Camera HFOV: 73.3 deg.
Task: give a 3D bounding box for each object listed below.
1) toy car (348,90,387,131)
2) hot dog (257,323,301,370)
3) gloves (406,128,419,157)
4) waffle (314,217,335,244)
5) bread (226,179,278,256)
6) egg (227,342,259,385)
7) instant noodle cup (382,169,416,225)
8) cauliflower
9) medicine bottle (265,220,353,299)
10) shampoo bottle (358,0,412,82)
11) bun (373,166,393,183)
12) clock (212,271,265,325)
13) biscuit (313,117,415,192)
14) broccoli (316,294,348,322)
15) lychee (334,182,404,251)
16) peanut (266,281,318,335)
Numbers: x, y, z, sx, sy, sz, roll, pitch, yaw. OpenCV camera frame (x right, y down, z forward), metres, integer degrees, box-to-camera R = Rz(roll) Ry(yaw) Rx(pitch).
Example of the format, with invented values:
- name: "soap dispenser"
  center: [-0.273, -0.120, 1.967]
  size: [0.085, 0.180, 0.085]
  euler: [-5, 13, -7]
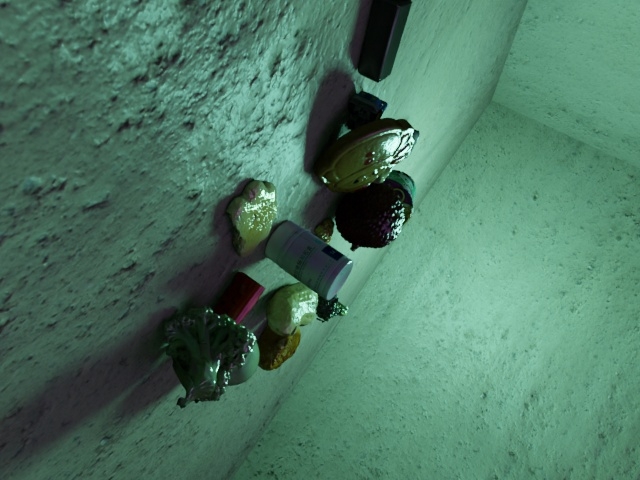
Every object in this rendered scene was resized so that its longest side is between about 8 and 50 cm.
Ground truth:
- name: "toy car"
  center: [0.152, -0.400, 1.359]
  size: [0.100, 0.097, 0.191]
  euler: [-56, 164, -16]
- name: "hot dog"
  center: [-0.178, 0.433, 1.862]
  size: [0.257, 0.150, 0.153]
  euler: [-60, 152, 10]
- name: "gloves"
  center: [0.346, -0.424, 1.863]
  size: [0.285, 0.119, 0.142]
  euler: [-41, 125, -34]
- name: "waffle"
  center: [0.003, 0.002, 1.737]
  size: [0.149, 0.051, 0.194]
  euler: [-42, 158, -44]
- name: "bread"
  center: [-0.173, -0.064, 1.164]
  size: [0.182, 0.039, 0.251]
  euler: [-47, 160, -28]
- name: "egg"
  center: [-0.289, 0.376, 1.388]
  size: [0.183, 0.183, 0.217]
  euler: [-47, 168, -29]
- name: "instant noodle cup"
  center: [0.321, -0.200, 1.958]
  size: [0.190, 0.251, 0.251]
  euler: [-48, 163, -52]
- name: "cauliflower"
  center: [-0.299, 0.320, 1.107]
  size: [0.315, 0.239, 0.256]
  euler: [-106, -148, -66]
- name: "medicine bottle"
  center: [-0.038, 0.060, 1.383]
  size: [0.152, 0.254, 0.152]
  euler: [-50, 162, -23]
- name: "shampoo bottle"
  center: [0.173, -0.562, 1.160]
  size: [0.079, 0.080, 0.246]
  euler: [-44, 158, -39]
- name: "bun"
  center: [0.215, -0.310, 1.656]
  size: [0.166, 0.113, 0.173]
  euler: [-151, -106, -78]
- name: "clock"
  center: [-0.251, 0.173, 1.270]
  size: [0.155, 0.113, 0.061]
  euler: [-55, 133, -9]
- name: "biscuit"
  center: [0.148, -0.263, 1.420]
  size: [0.359, 0.074, 0.381]
  euler: [-24, 160, -5]
- name: "broccoli"
  center: [0.071, 0.287, 2.170]
  size: [0.275, 0.198, 0.177]
  euler: [-36, 153, -48]
- name: "lychee"
  center: [0.197, -0.090, 1.726]
  size: [0.304, 0.275, 0.276]
  euler: [-64, 164, -8]
- name: "peanut"
  center: [-0.115, 0.264, 1.698]
  size: [0.340, 0.158, 0.174]
  euler: [-10, 92, -63]
